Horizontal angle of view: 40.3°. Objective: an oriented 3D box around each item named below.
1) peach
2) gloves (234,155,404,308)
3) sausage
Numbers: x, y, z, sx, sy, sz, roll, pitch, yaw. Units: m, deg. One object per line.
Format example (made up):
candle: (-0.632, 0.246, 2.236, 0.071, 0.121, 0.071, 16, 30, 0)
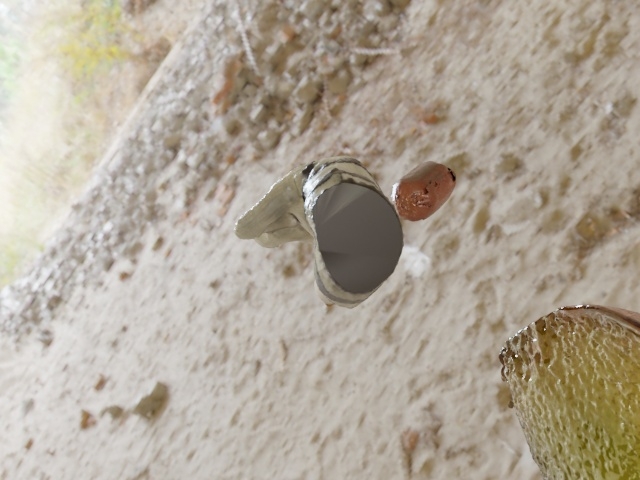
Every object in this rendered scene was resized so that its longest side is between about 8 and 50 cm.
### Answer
peach: (0.219, 0.134, 0.616, 0.279, 0.068, 0.189, -132, 44, -63)
gloves: (0.007, -0.014, 0.845, 0.131, 0.140, 0.218, -49, 13, 2)
sausage: (0.157, -0.076, 1.319, 0.076, 0.076, 0.141, -41, 1, 36)
